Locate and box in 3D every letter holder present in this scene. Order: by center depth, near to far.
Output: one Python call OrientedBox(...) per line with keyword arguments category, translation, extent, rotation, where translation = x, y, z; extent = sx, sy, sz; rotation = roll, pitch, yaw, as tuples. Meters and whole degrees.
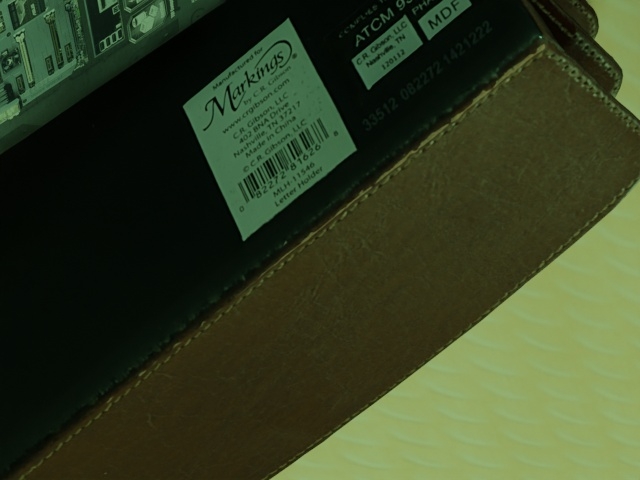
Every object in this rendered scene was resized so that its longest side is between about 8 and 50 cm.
OrientedBox(category="letter holder", translation=(0.000, 0.000, 0.823), extent=(0.302, 0.152, 0.214), rotation=(-39, 142, 16))

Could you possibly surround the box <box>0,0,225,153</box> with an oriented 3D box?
OrientedBox(category="box", translation=(-0.124, -0.133, 0.622), extent=(0.183, 0.059, 0.232), rotation=(-39, 147, -24))
